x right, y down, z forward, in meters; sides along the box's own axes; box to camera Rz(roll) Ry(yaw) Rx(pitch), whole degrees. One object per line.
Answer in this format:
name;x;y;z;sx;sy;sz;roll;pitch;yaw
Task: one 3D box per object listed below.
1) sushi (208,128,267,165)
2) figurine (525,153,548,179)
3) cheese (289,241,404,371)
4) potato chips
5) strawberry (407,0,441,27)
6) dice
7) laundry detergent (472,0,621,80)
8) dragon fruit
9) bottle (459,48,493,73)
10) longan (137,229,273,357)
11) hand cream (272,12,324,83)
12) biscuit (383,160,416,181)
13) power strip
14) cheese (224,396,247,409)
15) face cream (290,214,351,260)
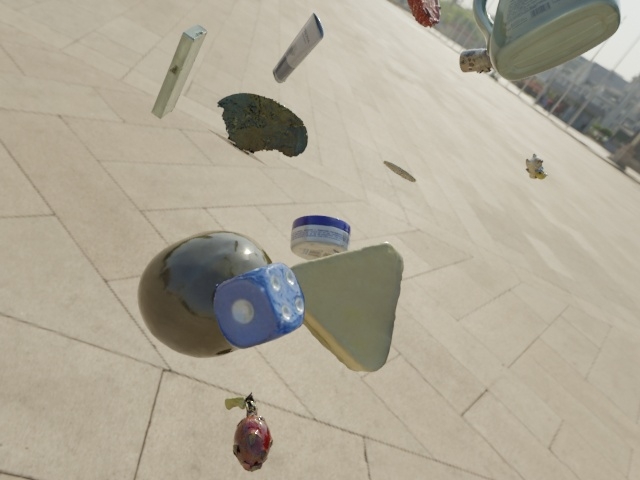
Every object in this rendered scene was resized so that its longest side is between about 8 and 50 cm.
sushi;-0.293;-0.359;1.950;0.193;0.040;0.210;30;-1;29
figurine;0.618;-0.203;1.501;0.083;0.047;0.050;55;-2;-39
cheese;0.050;0.156;1.498;0.384;0.104;0.384;5;77;-22
potato chips;-0.128;-0.244;1.134;0.209;0.142;0.026;43;18;-3
strawberry;0.290;-0.699;1.546;0.121;0.082;0.188;12;64;-37
dice;-0.121;0.132;1.073;0.146;0.143;0.146;-13;83;-68
laundry detergent;0.361;-0.421;0.881;0.105;0.215;0.280;30;47;-44
dragon fruit;-0.218;0.597;1.664;0.125;0.125;0.246;24;35;-26
bottle;0.651;-0.733;2.141;0.152;0.099;0.099;9;7;38
longan;-0.278;0.132;1.344;0.361;0.361;0.361;26;26;-14
hand cream;-0.063;-0.533;1.486;0.048;0.255;0.079;-16;82;-33
biscuit;0.306;-0.266;2.025;0.152;0.020;0.152;32;5;-3
power strip;-0.474;-0.548;1.743;0.043;0.367;0.106;35;39;-6
cheese;-0.283;0.547;1.763;0.030;0.083;0.044;42;41;-54
face cream;0.000;0.000;1.788;0.206;0.206;0.111;17;66;-31
